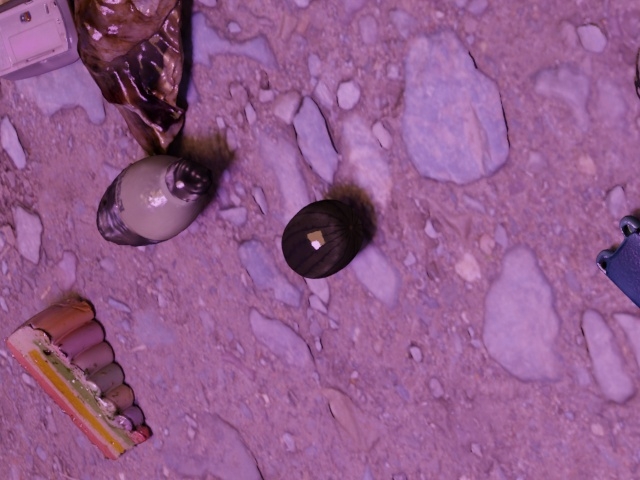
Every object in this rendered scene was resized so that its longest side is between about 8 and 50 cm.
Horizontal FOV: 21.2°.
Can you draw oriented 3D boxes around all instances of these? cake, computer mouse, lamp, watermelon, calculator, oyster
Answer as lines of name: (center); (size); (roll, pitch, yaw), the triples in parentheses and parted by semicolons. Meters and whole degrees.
cake: (-0.305, 0.179, 2.255); (0.225, 0.090, 0.109); (51, 138, -10)
computer mouse: (-0.353, -0.255, 2.104); (0.199, 0.045, 0.102); (-12, 97, 49)
lamp: (-0.199, -0.044, 1.999); (0.250, 0.101, 0.101); (-27, 86, 56)
watermelon: (0.000, 0.000, 1.819); (0.078, 0.078, 0.110); (59, 139, 9)
calculator: (0.313, 0.043, 1.546); (0.141, 0.019, 0.094); (47, 136, 20)
oyster: (-0.209, -0.212, 1.943); (0.166, 0.094, 0.294); (12, 122, 34)
